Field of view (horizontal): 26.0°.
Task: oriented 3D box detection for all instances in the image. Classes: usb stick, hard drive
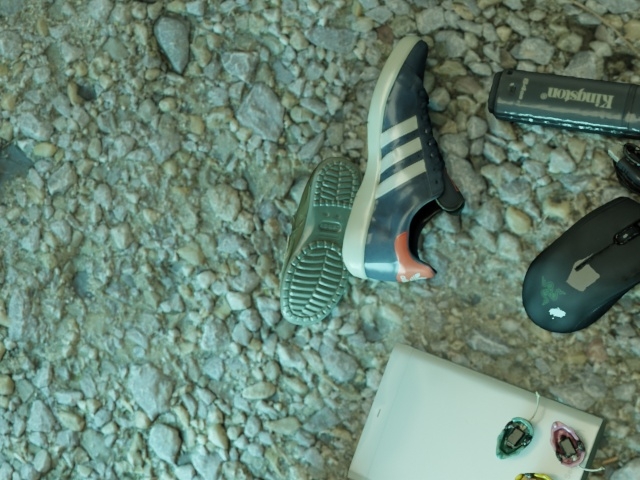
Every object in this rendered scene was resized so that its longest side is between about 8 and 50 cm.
[{"bbox_3d":[0.368,-0.186,1.906,0.278,0.045,0.077,11,85,23],"label":"usb stick"},{"bbox_3d":[0.209,0.284,1.888,0.307,0.040,0.203,19,88,24],"label":"hard drive"}]

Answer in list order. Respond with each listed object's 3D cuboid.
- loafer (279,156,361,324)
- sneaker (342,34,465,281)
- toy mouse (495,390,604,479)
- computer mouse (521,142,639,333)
[{"bbox_3d":[0.000,0.000,2.007,0.094,0.087,0.251,15,97,-12],"label":"loafer"},{"bbox_3d":[0.139,-0.109,1.949,0.148,0.131,0.350,10,90,16],"label":"sneaker"},{"bbox_3d":[0.290,0.270,1.817,0.161,0.031,0.143,-8,78,20],"label":"toy mouse"},{"bbox_3d":[0.376,0.011,1.853,0.272,0.072,0.188,-44,69,9],"label":"computer mouse"}]
